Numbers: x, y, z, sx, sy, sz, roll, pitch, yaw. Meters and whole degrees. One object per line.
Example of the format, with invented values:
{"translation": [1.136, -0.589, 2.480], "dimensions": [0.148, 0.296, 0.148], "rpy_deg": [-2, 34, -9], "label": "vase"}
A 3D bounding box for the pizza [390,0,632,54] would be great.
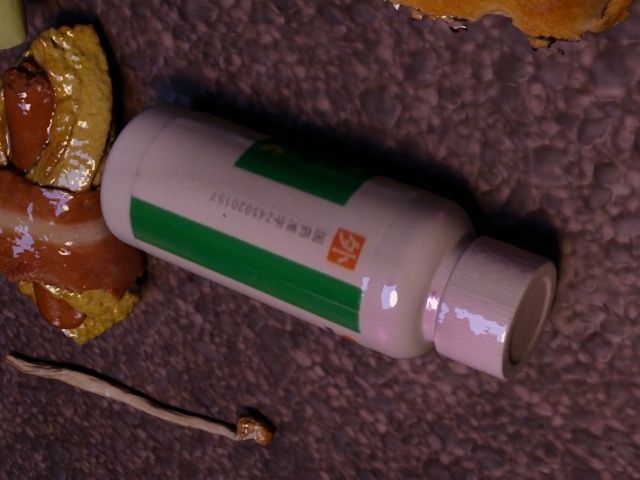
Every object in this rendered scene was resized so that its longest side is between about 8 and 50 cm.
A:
{"translation": [0.054, -0.165, 0.540], "dimensions": [0.226, 0.069, 0.147], "rpy_deg": [18, 151, 33], "label": "pizza"}

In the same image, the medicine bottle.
{"translation": [0.000, 0.000, 0.681], "dimensions": [0.260, 0.095, 0.095], "rpy_deg": [23, 132, 27], "label": "medicine bottle"}

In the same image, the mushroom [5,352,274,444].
{"translation": [-0.149, 0.123, 0.951], "dimensions": [0.286, 0.026, 0.028], "rpy_deg": [9, 109, 37], "label": "mushroom"}

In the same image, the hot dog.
{"translation": [-0.182, -0.019, 0.816], "dimensions": [0.123, 0.093, 0.261], "rpy_deg": [17, 130, 29], "label": "hot dog"}

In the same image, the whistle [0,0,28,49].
{"translation": [-0.235, -0.240, 0.685], "dimensions": [0.131, 0.106, 0.288], "rpy_deg": [3, 122, 31], "label": "whistle"}
